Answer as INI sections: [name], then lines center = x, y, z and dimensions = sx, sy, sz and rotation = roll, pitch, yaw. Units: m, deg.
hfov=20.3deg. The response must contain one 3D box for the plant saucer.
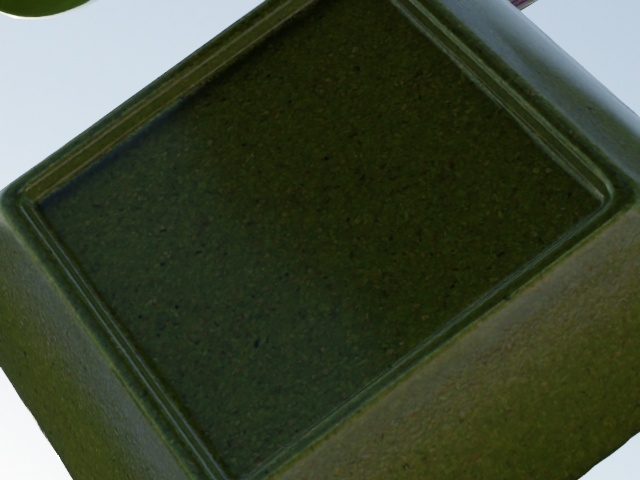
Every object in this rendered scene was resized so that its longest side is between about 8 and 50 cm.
[plant saucer]
center = 0.000, 0.000, 0.487
dimensions = 0.188, 0.188, 0.045
rotation = -37, -37, -6

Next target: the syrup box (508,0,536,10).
[syrup box]
center = 0.050, -0.211, 1.076
dimensions = 0.096, 0.093, 0.237
rotation = -28, -28, 18

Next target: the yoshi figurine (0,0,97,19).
[yoshi figurine]
center = -0.173, -0.252, 0.901
dimensions = 0.203, 0.362, 0.203
rotation = -12, -16, 33
